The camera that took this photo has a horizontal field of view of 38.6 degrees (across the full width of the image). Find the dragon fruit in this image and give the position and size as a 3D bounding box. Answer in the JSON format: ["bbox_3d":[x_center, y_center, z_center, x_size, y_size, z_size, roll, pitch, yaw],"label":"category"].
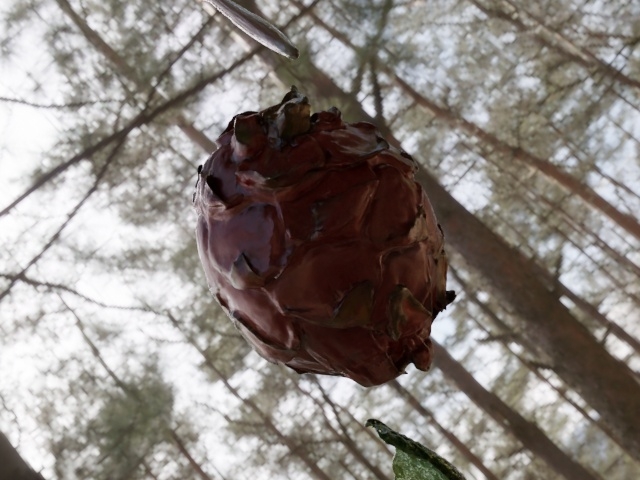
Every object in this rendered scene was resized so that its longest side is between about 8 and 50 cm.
[{"bbox_3d":[0.000,0.000,1.019,0.277,0.277,0.342,-31,-68,-35],"label":"dragon fruit"}]

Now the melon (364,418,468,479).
[{"bbox_3d":[0.098,0.239,0.654,0.114,0.261,0.053,-19,6,39],"label":"melon"}]

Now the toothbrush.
[{"bbox_3d":[-0.093,-0.237,0.910,0.025,0.307,0.029,22,-76,-40],"label":"toothbrush"}]
